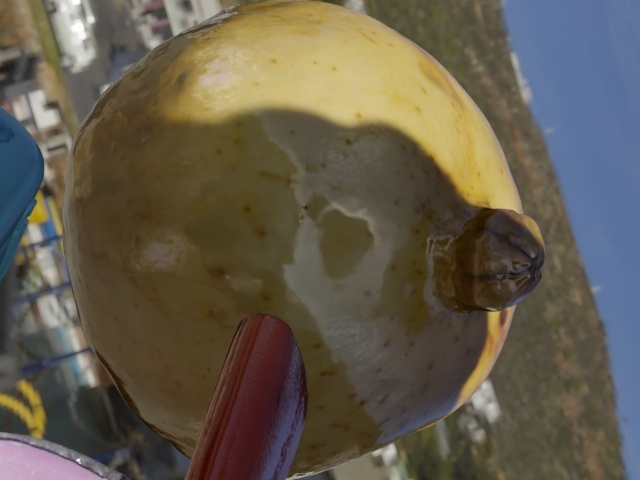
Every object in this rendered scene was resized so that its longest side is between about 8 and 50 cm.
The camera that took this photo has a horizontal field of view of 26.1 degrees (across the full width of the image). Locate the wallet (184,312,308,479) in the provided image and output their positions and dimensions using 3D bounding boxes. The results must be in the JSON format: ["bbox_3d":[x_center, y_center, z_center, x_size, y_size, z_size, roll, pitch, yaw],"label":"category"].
[{"bbox_3d":[-0.052,0.161,0.780,0.142,0.045,0.204,88,15,-51],"label":"wallet"}]

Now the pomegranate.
[{"bbox_3d":[0.000,0.000,1.073,0.410,0.410,0.410,163,-90,-84],"label":"pomegranate"}]

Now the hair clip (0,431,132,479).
[{"bbox_3d":[-0.259,0.279,1.415,0.095,0.359,0.110,-62,170,-84],"label":"hair clip"}]

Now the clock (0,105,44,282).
[{"bbox_3d":[-0.282,-0.038,0.657,0.094,0.274,0.223,-62,-176,26],"label":"clock"}]
